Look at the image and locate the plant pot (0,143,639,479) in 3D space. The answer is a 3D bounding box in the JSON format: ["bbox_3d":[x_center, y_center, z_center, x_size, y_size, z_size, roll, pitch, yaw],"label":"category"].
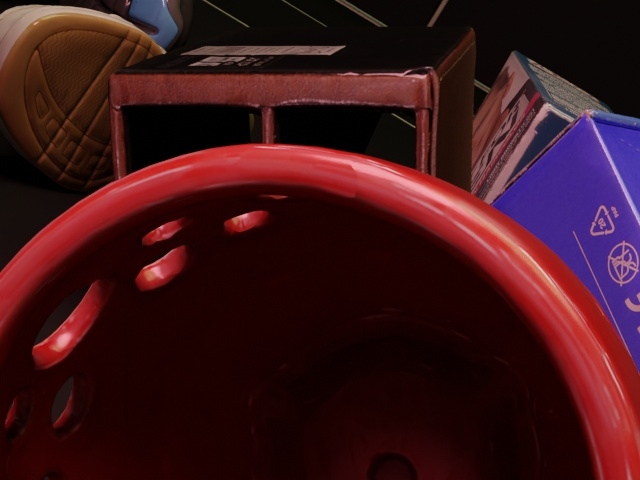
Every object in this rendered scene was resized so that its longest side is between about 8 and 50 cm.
[{"bbox_3d":[0.008,0.070,0.492,0.191,0.191,0.174,35,10,14],"label":"plant pot"}]

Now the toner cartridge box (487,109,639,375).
[{"bbox_3d":[0.197,0.116,0.648,0.165,0.075,0.348,8,50,-38],"label":"toner cartridge box"}]

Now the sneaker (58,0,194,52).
[{"bbox_3d":[-0.152,-0.226,1.459,0.139,0.125,0.341,30,13,-30],"label":"sneaker"}]

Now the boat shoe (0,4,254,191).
[{"bbox_3d":[-0.138,-0.088,1.014,0.096,0.098,0.277,36,3,21],"label":"boat shoe"}]

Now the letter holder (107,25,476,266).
[{"bbox_3d":[0.000,0.000,0.924,0.152,0.214,0.302,1,11,8],"label":"letter holder"}]

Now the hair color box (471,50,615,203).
[{"bbox_3d":[0.161,-0.034,1.336,0.105,0.174,0.347,30,12,-3],"label":"hair color box"}]
